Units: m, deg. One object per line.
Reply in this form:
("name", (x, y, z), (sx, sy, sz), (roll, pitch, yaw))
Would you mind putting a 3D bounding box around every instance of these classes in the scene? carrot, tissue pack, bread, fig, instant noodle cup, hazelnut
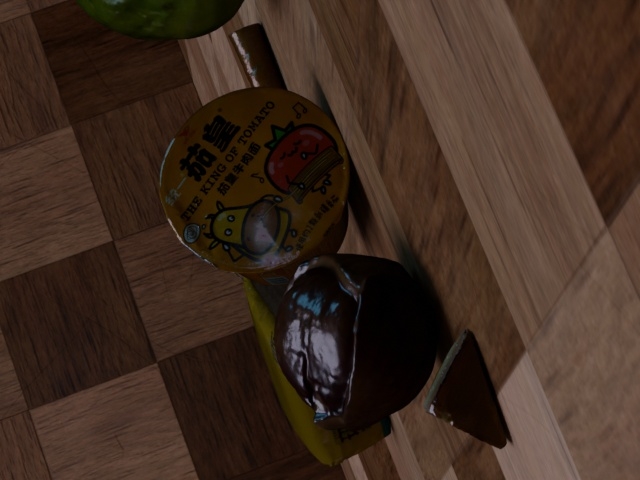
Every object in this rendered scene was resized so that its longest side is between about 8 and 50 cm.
("carrot", (-0.076, -0.220, 2.072), (0.048, 0.048, 0.139), (103, 144, -80))
("tissue pack", (-0.007, 0.171, 2.277), (0.192, 0.134, 0.271), (55, 166, 49))
("bread", (0.120, 0.137, 1.367), (0.043, 0.062, 0.109), (-163, 57, -84))
("fig", (-0.174, -0.314, 1.790), (0.314, 0.233, 0.233), (-123, 13, -46))
("instant noodle cup", (-0.060, -0.047, 1.788), (0.172, 0.216, 0.215), (59, -171, -72))
("hazelnut", (0.033, 0.094, 1.545), (0.201, 0.160, 0.170), (-109, 1, -87))
